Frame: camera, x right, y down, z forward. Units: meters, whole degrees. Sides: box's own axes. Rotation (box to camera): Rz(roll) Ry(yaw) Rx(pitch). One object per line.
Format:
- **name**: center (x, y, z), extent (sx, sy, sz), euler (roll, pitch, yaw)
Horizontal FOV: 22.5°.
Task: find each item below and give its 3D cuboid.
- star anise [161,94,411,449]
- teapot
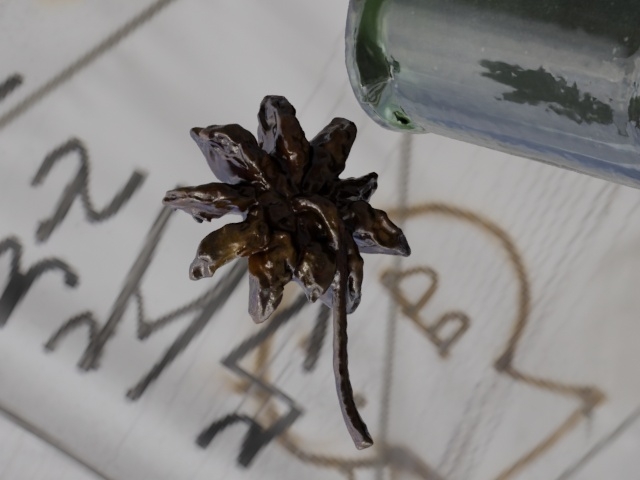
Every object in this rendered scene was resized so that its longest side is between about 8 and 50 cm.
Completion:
- **star anise**: center (0.001, 0.002, 1.102), extent (0.234, 0.073, 0.177), euler (48, -121, -12)
- **teapot**: center (0.197, -0.158, 1.205), extent (0.337, 0.200, 0.270), euler (19, -131, 40)
